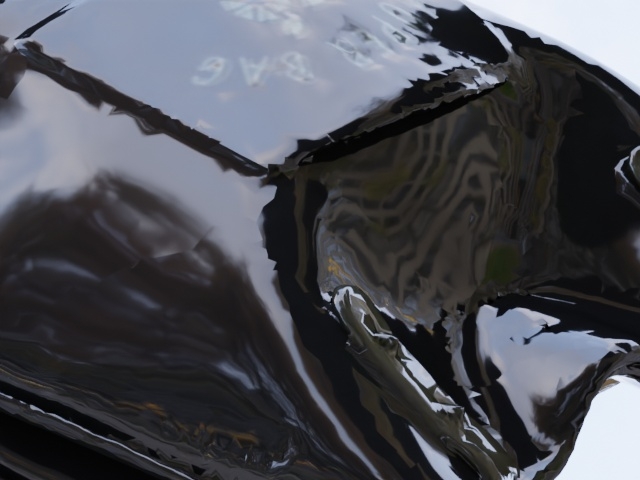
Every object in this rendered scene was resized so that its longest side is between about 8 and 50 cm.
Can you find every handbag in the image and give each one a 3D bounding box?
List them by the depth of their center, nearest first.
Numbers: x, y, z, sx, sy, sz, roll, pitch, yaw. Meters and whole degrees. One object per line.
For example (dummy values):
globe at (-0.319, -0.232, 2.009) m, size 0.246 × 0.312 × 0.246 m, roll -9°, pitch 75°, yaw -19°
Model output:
handbag at (0.000, 0.000, 0.642) m, size 0.342 × 0.288 × 0.152 m, roll -26°, pitch -47°, yaw -44°

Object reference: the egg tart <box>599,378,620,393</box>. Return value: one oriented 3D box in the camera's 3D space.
egg tart at (0.112, 0.051, 1.364) m, size 0.147 × 0.202 × 0.202 m, roll -36°, pitch -48°, yaw -1°
